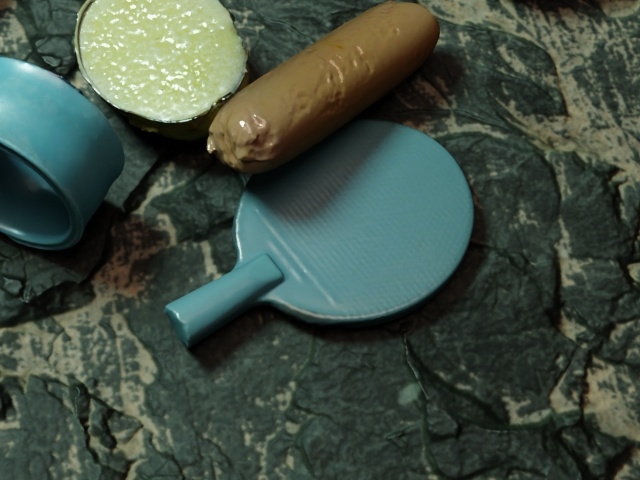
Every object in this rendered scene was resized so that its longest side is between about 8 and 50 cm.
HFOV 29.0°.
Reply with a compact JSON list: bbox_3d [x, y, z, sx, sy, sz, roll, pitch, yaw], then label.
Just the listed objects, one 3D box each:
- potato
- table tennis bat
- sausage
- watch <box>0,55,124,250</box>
[{"bbox_3d":[-0.152,-0.178,1.236,0.164,0.081,0.200,-38,68,-12],"label":"potato"},{"bbox_3d":[0.000,0.000,1.176,0.329,0.044,0.215,-32,69,-21],"label":"table tennis bat"},{"bbox_3d":[0.006,-0.153,1.207,0.086,0.086,0.289,40,56,16],"label":"sausage"},{"bbox_3d":[-0.285,-0.084,1.114,0.193,0.211,0.211,12,61,22],"label":"watch"}]
